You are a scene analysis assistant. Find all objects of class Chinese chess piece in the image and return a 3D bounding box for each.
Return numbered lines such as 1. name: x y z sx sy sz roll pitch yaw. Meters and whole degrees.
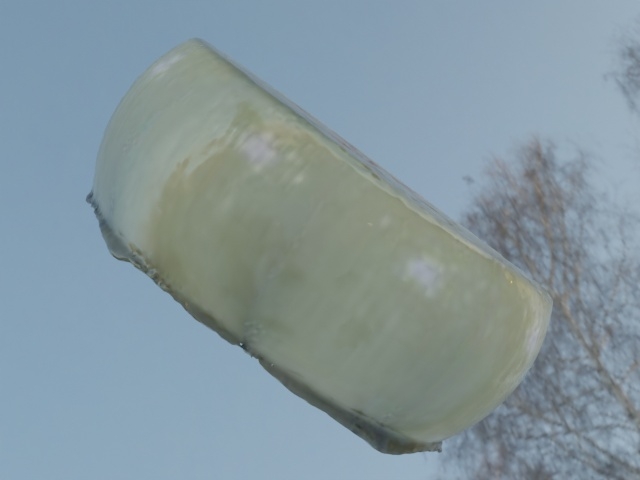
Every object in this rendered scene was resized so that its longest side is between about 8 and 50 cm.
1. Chinese chess piece: 0.000 0.000 0.765 0.338 0.338 0.140 34 -82 -26
